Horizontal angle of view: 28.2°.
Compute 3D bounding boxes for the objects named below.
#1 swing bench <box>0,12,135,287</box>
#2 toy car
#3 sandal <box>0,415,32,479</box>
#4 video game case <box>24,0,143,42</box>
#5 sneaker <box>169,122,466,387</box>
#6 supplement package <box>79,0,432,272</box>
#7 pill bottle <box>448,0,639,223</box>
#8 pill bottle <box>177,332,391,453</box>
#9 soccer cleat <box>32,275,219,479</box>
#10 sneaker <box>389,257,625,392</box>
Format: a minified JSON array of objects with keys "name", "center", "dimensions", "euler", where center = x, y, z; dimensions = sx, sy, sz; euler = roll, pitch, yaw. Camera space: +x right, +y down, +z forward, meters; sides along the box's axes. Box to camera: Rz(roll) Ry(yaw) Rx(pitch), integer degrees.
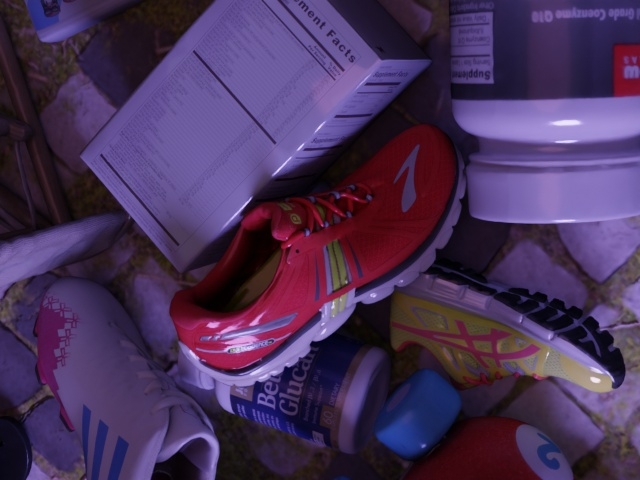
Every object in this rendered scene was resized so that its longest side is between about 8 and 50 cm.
[{"name":"swing bench","center":[-0.333,-0.056,1.098],"dimensions":[0.165,0.253,0.254],"euler":[-38,83,22]},{"name":"toy car","center":[0.129,0.229,0.933],"dimensions":[0.219,0.238,0.210],"euler":[40,78,-5]},{"name":"sandal","center":[-0.347,0.246,1.262],"dimensions":[0.067,0.040,0.179],"euler":[46,110,9]},{"name":"video game case","center":[-0.159,-0.371,1.102],"dimensions":[0.329,0.036,0.300],"euler":[-20,90,21]},{"name":"sneaker","center":[0.000,0.000,1.006],"dimensions":[0.279,0.118,0.107],"euler":[-43,45,-7]},{"name":"supplement package","center":[-0.051,-0.109,1.046],"dimensions":[0.244,0.134,0.139],"euler":[-44,81,21]},{"name":"pill bottle","center":[0.175,-0.160,0.939],"dimensions":[0.161,0.161,0.283],"euler":[0,98,21]},{"name":"pill bottle","center":[-0.033,0.114,1.094],"dimensions":[0.169,0.094,0.094],"euler":[16,103,18]},{"name":"soccer cleat","center":[-0.149,0.152,1.087],"dimensions":[0.143,0.116,0.331],"euler":[-38,55,28]},{"name":"sneaker","center":[0.146,0.086,1.036],"dimensions":[0.208,0.081,0.094],"euler":[23,106,28]}]
